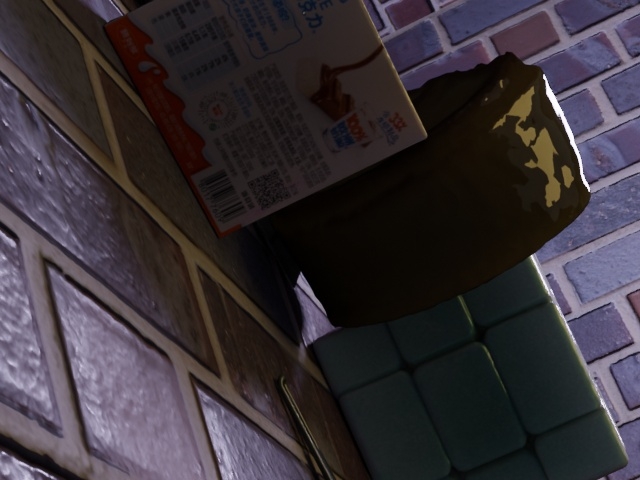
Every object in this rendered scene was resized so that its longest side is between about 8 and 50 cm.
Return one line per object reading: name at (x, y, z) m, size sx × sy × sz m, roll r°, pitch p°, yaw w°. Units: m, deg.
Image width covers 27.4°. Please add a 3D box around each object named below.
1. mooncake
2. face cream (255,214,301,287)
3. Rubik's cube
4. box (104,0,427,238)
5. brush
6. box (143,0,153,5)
mooncake at (0.134, -0.070, 1.668) m, size 0.246 × 0.394 × 0.393 m, roll 58°, pitch 13°, yaw -14°
face cream at (-0.038, -0.052, 1.845) m, size 0.143 × 0.089 × 0.314 m, roll 64°, pitch 16°, yaw -15°
Rubik's cube at (0.211, 0.205, 1.811) m, size 0.322 × 0.316 × 0.319 m, roll 64°, pitch 8°, yaw 4°
box at (-0.057, -0.177, 1.444) m, size 0.048 × 0.265 × 0.273 m, roll -89°, pitch 154°, yaw -74°
brush at (0.010, 0.265, 1.408) m, size 0.266 × 0.027 × 0.062 m, roll 62°, pitch 7°, yaw 12°
box at (-0.147, -0.316, 1.723) m, size 0.210 × 0.148 × 0.129 m, roll -89°, pitch 160°, yaw -67°
